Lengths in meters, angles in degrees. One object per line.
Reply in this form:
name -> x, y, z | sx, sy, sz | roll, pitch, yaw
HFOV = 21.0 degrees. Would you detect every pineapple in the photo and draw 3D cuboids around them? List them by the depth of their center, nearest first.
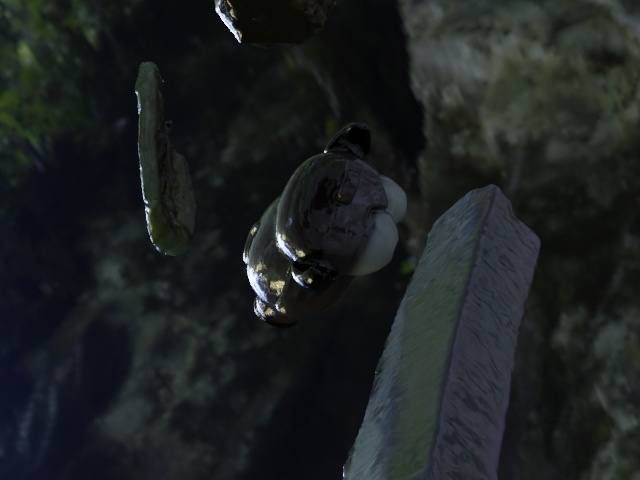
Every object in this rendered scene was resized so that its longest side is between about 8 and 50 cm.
pineapple -> -0.020, -0.251, 1.448 | 0.108, 0.108, 0.197 | -3, -132, 28

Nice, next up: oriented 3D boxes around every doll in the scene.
doll -> -0.002, 0.000, 1.679 | 0.257, 0.117, 0.182 | 133, -26, -58

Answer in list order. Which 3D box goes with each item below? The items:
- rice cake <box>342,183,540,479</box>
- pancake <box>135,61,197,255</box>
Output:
rice cake -> 0.066, 0.068, 0.887 | 0.073, 0.056, 0.365 | -39, -169, 24
pancake -> -0.107, -0.049, 1.163 | 0.023, 0.129, 0.116 | -8, -125, 6
